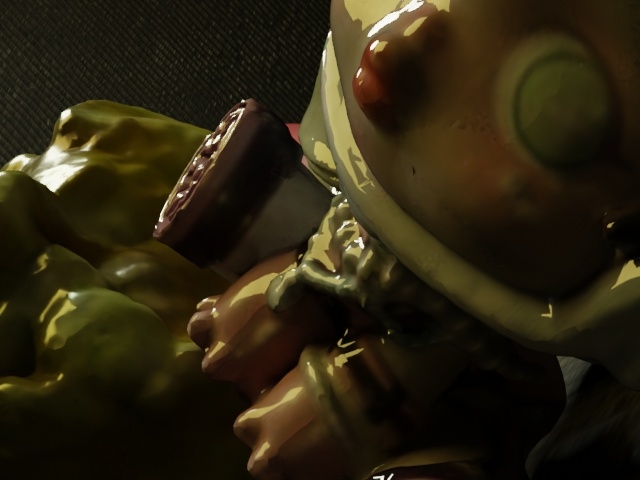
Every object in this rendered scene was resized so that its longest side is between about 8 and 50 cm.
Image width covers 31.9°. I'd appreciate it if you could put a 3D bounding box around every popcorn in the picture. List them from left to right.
[{"bbox_3d":[-0.110,0.082,0.650,0.334,0.292,0.293,-108,36,-77],"label":"popcorn"}]

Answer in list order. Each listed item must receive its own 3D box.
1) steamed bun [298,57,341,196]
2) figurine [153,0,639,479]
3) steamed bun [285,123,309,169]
[{"bbox_3d":[0.070,-0.038,0.657,0.144,0.211,0.218,-36,-45,16],"label":"steamed bun"},{"bbox_3d":[0.090,-0.047,0.423,0.211,0.253,0.361,-13,-34,-47],"label":"figurine"},{"bbox_3d":[0.000,0.000,1.235,0.309,0.309,0.309,-43,-5,-4],"label":"steamed bun"}]
